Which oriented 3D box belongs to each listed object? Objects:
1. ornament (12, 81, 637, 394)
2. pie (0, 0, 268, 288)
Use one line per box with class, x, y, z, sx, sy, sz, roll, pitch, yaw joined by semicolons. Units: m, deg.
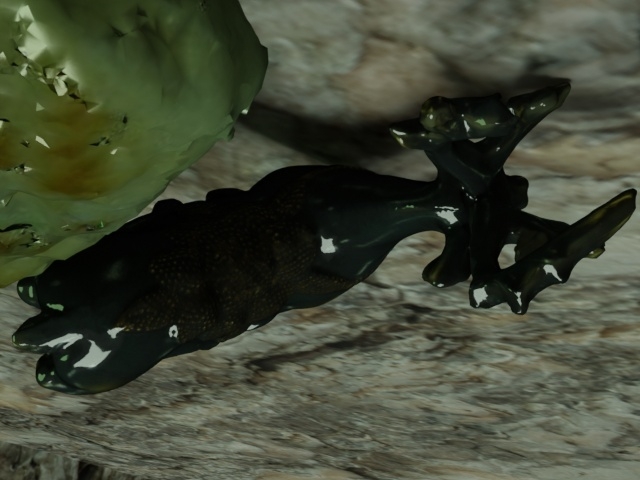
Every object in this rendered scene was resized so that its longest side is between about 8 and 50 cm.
ornament;0.000;0.000;0.521;0.202;0.080;0.236;-19;-175;-30
pie;-0.250;-0.064;0.449;0.418;0.180;0.395;13;164;-18
